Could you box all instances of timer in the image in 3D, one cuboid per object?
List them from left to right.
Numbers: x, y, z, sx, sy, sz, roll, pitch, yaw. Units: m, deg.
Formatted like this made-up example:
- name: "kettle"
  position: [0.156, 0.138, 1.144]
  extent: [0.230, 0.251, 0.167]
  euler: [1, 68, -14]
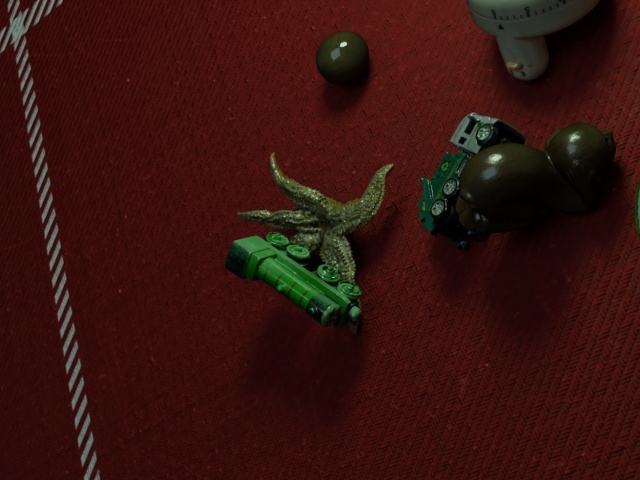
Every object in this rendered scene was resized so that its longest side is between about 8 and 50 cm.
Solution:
- name: "timer"
  position: [0.352, -0.409, 1.995]
  extent: [0.233, 0.240, 0.233]
  euler: [-16, 40, 13]

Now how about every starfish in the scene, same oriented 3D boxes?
- name: "starfish"
  position: [-0.016, -0.012, 2.186]
  extent: [0.293, 0.084, 0.301]
  euler: [14, 102, 34]

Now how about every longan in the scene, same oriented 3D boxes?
- name: "longan"
  position: [0.040, -0.340, 2.252]
  extent: [0.113, 0.092, 0.113]
  euler: [-44, 30, 34]

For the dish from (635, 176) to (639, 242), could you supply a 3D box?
- name: "dish"
  position: [0.609, -0.047, 1.679]
  extent: [0.324, 0.124, 0.324]
  euler: [-10, 74, 40]

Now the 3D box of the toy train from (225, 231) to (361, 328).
- name: "toy train"
  position: [-0.043, 0.069, 2.088]
  extent: [0.251, 0.119, 0.085]
  euler: [34, 118, 30]

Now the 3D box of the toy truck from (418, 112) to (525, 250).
- name: "toy truck"
  position: [0.237, -0.104, 2.010]
  extent: [0.116, 0.110, 0.216]
  euler: [33, 97, 51]

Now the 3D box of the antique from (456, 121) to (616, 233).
- name: "antique"
  position: [0.333, -0.105, 1.872]
  extent: [0.257, 0.143, 0.121]
  euler: [-14, 61, -1]
